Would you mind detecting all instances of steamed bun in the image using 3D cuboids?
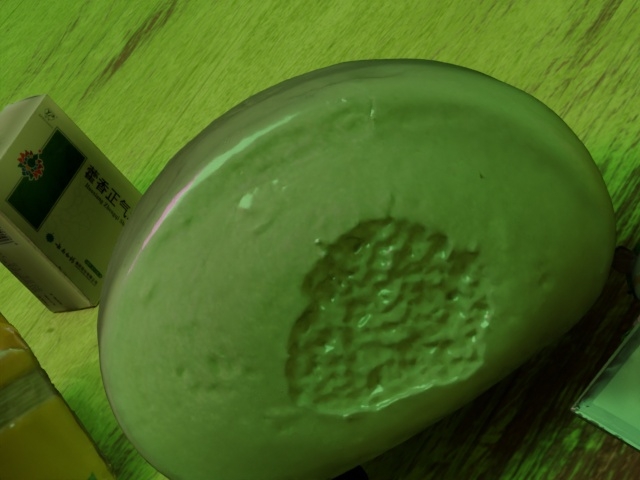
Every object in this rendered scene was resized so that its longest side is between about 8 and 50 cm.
[{"bbox_3d":[0.000,0.000,1.631,0.456,0.290,0.371,-32,12,-2],"label":"steamed bun"}]

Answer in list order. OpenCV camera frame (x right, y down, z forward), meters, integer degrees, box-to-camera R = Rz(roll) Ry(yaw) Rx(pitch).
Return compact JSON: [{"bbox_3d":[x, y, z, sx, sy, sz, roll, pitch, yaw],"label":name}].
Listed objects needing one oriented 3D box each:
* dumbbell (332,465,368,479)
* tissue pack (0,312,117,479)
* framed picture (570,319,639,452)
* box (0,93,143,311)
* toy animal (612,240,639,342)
[{"bbox_3d":[0.005,0.227,1.598,0.069,0.069,0.147,-26,32,26],"label":"dumbbell"},{"bbox_3d":[-0.438,0.243,1.904,0.382,0.228,0.293,-32,23,-12],"label":"tissue pack"},{"bbox_3d":[0.319,0.111,1.346,0.231,0.010,0.173,31,72,37],"label":"framed picture"},{"bbox_3d":[-0.325,-0.044,2.250,0.095,0.212,0.168,-11,41,45],"label":"box"},{"bbox_3d":[0.281,0.075,1.479,0.208,0.100,0.103,-107,30,-57],"label":"toy animal"}]
